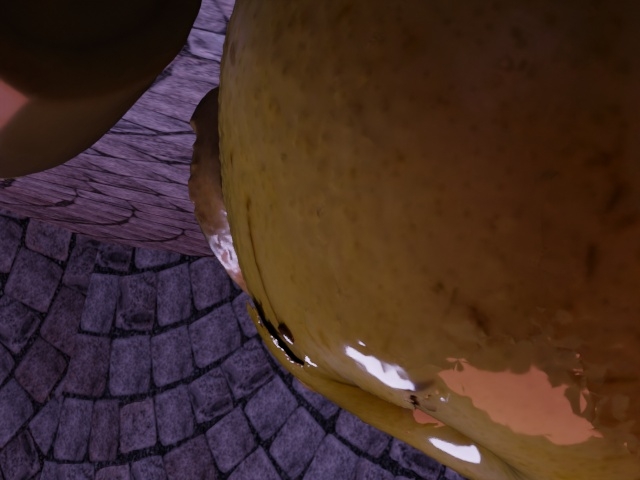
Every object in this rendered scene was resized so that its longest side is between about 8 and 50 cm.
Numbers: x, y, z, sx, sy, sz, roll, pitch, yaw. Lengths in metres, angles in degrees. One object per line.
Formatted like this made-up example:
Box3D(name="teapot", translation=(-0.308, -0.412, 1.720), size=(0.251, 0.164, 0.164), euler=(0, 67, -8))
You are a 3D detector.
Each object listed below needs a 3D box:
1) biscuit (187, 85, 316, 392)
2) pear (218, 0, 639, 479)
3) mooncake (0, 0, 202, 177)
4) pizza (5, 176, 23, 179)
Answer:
Box3D(name="biscuit", translation=(-0.002, 0.001, 1.399), size=(0.057, 0.287, 0.344), euler=(-17, 160, 32))
Box3D(name="pear", translation=(0.117, -0.048, 0.670), size=(0.348, 0.348, 0.348), euler=(13, 173, 2))
Box3D(name="mooncake", translation=(-0.168, -0.147, 0.794), size=(0.235, 0.235, 0.117), euler=(19, 135, -38))
Box3D(name="pizza", translation=(-0.317, -0.138, 1.004), size=(0.435, 0.080, 0.392), euler=(45, -176, 17))
